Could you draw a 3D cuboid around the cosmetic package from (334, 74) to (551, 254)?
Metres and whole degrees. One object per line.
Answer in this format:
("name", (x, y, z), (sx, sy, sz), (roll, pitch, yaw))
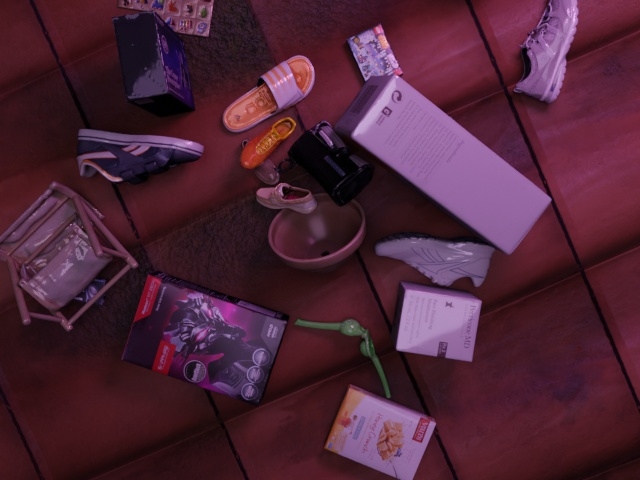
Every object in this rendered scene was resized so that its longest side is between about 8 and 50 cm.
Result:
("cosmetic package", (0.267, -0.175, 1.473), (0.453, 0.230, 0.161), (34, 96, -14))

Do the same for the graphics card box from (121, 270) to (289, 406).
("graphics card box", (-0.286, 0.243, 1.633), (0.371, 0.094, 0.233), (19, 93, 0))

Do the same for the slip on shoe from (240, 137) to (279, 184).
("slip on shoe", (-0.153, -0.198, 1.628), (0.051, 0.041, 0.135), (-32, 92, 3))

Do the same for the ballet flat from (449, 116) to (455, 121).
("ballet flat", (0.236, -0.247, 1.601), (0.206, 0.073, 0.067), (-15, 101, 5))

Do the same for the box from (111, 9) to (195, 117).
("box", (-0.380, -0.401, 1.514), (0.103, 0.261, 0.184), (-12, 93, 2))

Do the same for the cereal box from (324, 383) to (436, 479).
("cereal box", (0.151, 0.490, 1.655), (0.240, 0.047, 0.173), (21, 94, 0))

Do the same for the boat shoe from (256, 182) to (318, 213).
("boat shoe", (-0.087, -0.113, 1.595), (0.170, 0.059, 0.063), (10, 50, 25))

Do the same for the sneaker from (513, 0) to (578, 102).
("sneaker", (0.537, -0.478, 1.559), (0.115, 0.105, 0.281), (9, 94, 1))

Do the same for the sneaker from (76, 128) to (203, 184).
("sneaker", (-0.443, -0.196, 1.598), (0.321, 0.126, 0.127), (6, 89, 12))

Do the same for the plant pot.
("plant pot", (0.000, 0.000, 1.577), (0.237, 0.237, 0.110), (-14, 133, 3))

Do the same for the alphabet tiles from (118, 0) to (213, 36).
("alphabet tiles", (-0.382, -0.625, 1.628), (0.237, 0.009, 0.198), (9, 94, 2))

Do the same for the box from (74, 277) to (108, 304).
("box", (-0.593, 0.126, 1.672), (0.083, 0.018, 0.067), (10, 93, 1))

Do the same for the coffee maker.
("coffee maker", (0.014, -0.169, 1.565), (0.171, 0.120, 0.178), (-49, 62, 17))

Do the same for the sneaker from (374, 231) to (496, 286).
("sneaker", (0.279, 0.048, 1.600), (0.297, 0.111, 0.129), (7, 99, 2))

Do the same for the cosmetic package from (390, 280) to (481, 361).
("cosmetic package", (0.277, 0.193, 1.582), (0.183, 0.151, 0.151), (8, 95, 1))

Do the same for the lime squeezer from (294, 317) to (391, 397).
("lime squeezer", (0.086, 0.268, 1.641), (0.310, 0.059, 0.110), (39, 93, -1))

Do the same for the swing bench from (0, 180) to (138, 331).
("swing bench", (-0.636, 0.041, 1.591), (0.253, 0.165, 0.255), (-42, 67, 4))

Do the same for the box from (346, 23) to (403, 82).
("box", (0.134, -0.453, 1.611), (0.094, 0.027, 0.137), (-25, 92, 2))

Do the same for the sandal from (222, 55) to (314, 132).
("sandal", (-0.127, -0.355, 1.601), (0.265, 0.076, 0.102), (-36, 92, 3))

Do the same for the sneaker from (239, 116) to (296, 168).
("sneaker", (-0.132, -0.242, 1.585), (0.064, 0.067, 0.175), (43, 71, -5))
